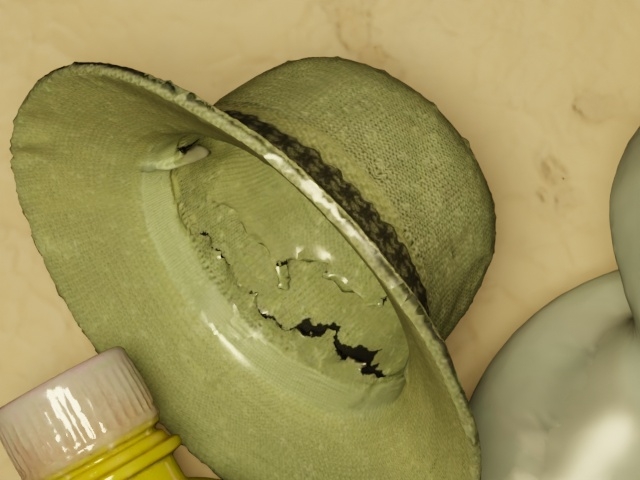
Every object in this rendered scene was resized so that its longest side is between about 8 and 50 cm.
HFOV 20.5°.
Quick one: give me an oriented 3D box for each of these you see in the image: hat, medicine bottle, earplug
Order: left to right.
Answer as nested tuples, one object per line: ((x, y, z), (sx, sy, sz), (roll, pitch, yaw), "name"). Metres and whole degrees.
((-0.067, 0.155, 0.787), (0.122, 0.122, 0.212), (-29, 88, 4), "medicine bottle")
((0.000, 0.000, 0.764), (0.257, 0.257, 0.130), (45, 59, 2), "hat")
((0.186, 0.058, 0.742), (0.214, 0.175, 0.325), (22, 104, -1), "earplug")
